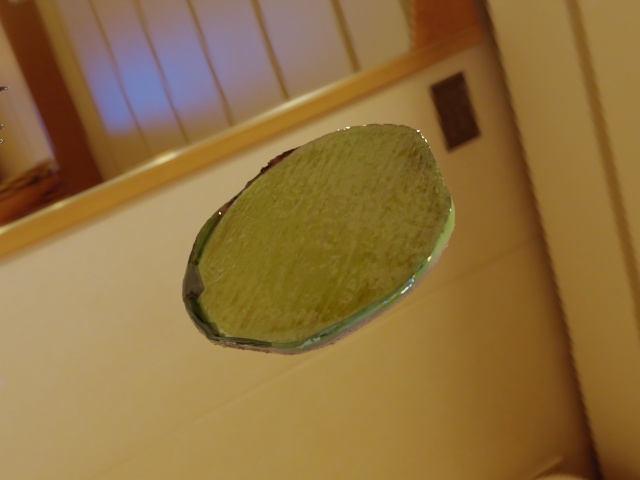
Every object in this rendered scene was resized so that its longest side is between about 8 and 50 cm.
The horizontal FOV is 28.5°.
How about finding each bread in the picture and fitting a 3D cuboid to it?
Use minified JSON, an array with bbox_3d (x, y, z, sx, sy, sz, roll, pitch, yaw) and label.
[{"bbox_3d":[0.000,0.000,0.943,0.228,0.228,0.033,31,-22,51],"label":"bread"}]

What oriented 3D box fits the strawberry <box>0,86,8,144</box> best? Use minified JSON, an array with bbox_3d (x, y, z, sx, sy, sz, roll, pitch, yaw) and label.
[{"bbox_3d":[-0.217,-0.070,0.651,0.106,0.106,0.106,46,-29,35],"label":"strawberry"}]
